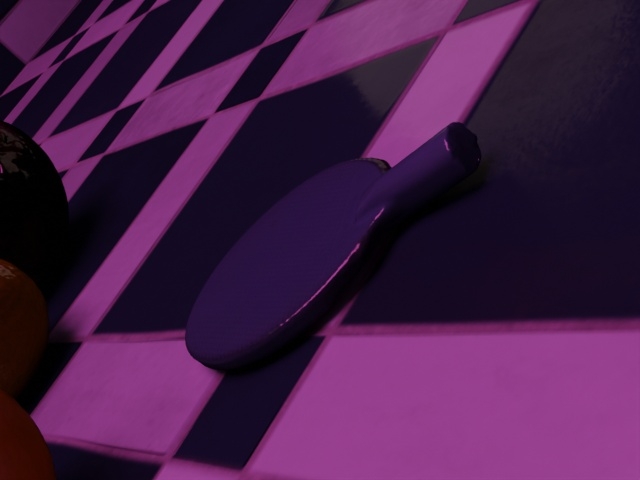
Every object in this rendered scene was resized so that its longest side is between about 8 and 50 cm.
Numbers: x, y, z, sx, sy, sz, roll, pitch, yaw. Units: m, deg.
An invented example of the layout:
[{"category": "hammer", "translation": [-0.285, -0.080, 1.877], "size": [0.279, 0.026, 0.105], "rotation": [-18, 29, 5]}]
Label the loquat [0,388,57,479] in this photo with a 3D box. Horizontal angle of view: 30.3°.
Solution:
[{"category": "loquat", "translation": [-0.344, 0.220, 0.958], "size": [0.263, 0.263, 0.263], "rotation": [-38, 24, 20]}]

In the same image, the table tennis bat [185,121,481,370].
[{"category": "table tennis bat", "translation": [0.000, 0.000, 0.984], "size": [0.329, 0.044, 0.215], "rotation": [-32, 25, 37]}]

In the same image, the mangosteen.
[{"category": "mangosteen", "translation": [-0.495, -0.028, 1.603], "size": [0.293, 0.297, 0.297], "rotation": [-27, 29, 35]}]

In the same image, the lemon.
[{"category": "lemon", "translation": [-0.406, 0.119, 1.332], "size": [0.184, 0.184, 0.248], "rotation": [-24, 32, 44]}]
